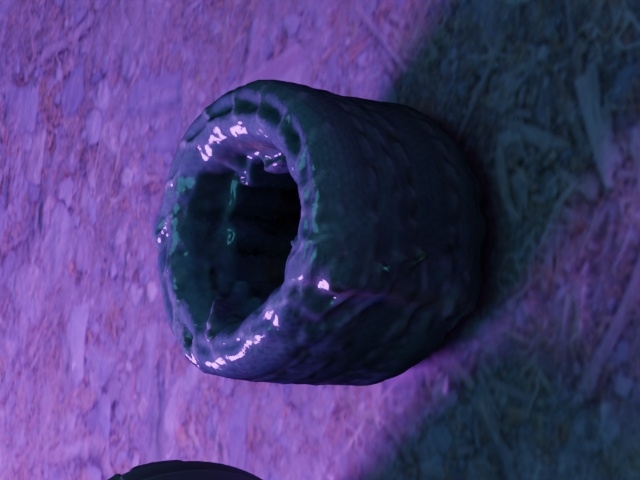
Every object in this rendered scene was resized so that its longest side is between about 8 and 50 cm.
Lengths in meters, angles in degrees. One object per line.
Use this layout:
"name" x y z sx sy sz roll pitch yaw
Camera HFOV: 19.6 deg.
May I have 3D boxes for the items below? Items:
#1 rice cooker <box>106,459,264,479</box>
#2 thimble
"rice cooker" -0.075 0.282 1.186 0.227 0.241 0.280 45 160 55
"thimble" 0.000 0.000 1.218 0.235 0.143 0.198 17 99 58
